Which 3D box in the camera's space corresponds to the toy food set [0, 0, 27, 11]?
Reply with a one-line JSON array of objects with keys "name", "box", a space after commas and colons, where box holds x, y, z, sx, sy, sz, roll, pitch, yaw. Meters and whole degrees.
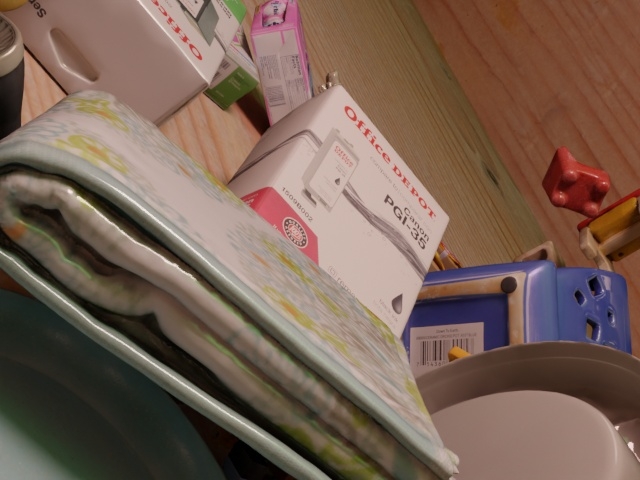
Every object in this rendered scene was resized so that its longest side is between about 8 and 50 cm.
[{"name": "toy food set", "box": [-0.285, -0.254, 0.941, 0.132, 0.038, 0.192, 51, 56, -8]}]

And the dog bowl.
[{"name": "dog bowl", "box": [0.119, 0.219, 0.849, 0.102, 0.348, 0.349, 61, 15, -19]}]

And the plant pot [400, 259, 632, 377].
[{"name": "plant pot", "box": [0.201, 0.141, 1.261, 0.212, 0.236, 0.236, 19, 69, -51]}]

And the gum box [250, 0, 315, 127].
[{"name": "gum box", "box": [-0.045, -0.221, 1.500, 0.107, 0.062, 0.188, -91, 171, -59]}]

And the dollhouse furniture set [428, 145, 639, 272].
[{"name": "dollhouse furniture set", "box": [0.242, 0.000, 1.475, 0.201, 0.374, 0.152, 51, 21, -19]}]

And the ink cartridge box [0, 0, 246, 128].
[{"name": "ink cartridge box", "box": [-0.201, -0.248, 1.185, 0.211, 0.121, 0.289, 49, 20, -18]}]

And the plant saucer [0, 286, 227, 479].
[{"name": "plant saucer", "box": [-0.163, 0.160, 0.630, 0.317, 0.043, 0.318, 38, 26, -23]}]

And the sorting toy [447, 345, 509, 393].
[{"name": "sorting toy", "box": [0.158, 0.242, 1.110, 0.196, 0.047, 0.348, 21, -38, 44]}]

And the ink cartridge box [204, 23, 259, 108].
[{"name": "ink cartridge box", "box": [-0.152, -0.278, 1.458, 0.109, 0.062, 0.209, 39, 24, -41]}]

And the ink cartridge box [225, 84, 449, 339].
[{"name": "ink cartridge box", "box": [0.000, 0.000, 1.145, 0.207, 0.117, 0.283, 49, 37, -16]}]

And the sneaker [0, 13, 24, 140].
[{"name": "sneaker", "box": [-0.303, -0.140, 0.834, 0.222, 0.118, 0.083, 38, 52, 25]}]

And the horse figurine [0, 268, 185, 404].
[{"name": "horse figurine", "box": [-0.194, 0.031, 0.804, 0.263, 0.066, 0.174, 34, 22, -50]}]

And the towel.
[{"name": "towel", "box": [-0.069, 0.041, 0.825, 0.374, 0.090, 0.320, 41, 6, -11]}]

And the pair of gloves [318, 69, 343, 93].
[{"name": "pair of gloves", "box": [0.030, -0.129, 1.575, 0.240, 0.042, 0.204, -94, 171, -77]}]

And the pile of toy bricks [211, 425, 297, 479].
[{"name": "pile of toy bricks", "box": [-0.044, 0.201, 0.835, 0.118, 0.105, 0.212, 26, 9, -28]}]
